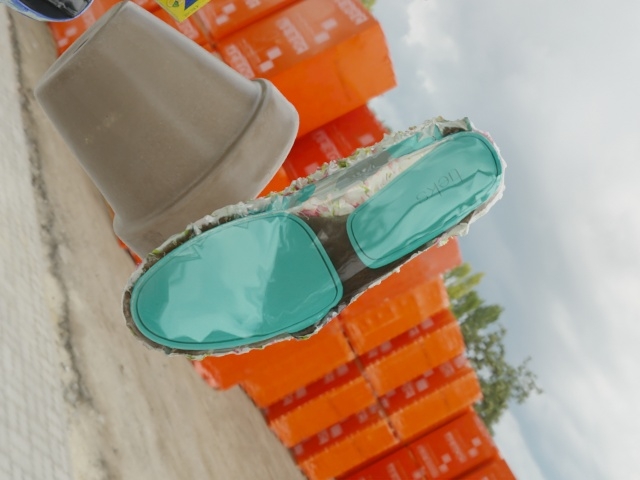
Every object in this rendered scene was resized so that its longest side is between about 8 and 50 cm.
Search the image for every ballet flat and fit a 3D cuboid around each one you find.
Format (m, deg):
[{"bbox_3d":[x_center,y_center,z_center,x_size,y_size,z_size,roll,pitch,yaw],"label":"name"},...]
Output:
[{"bbox_3d":[0.000,0.000,0.452,0.091,0.241,0.077,69,-12,-8],"label":"ballet flat"}]

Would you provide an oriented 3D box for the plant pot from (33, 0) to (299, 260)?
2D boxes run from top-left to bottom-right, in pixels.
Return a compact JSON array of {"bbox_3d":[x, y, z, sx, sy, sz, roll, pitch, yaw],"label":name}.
[{"bbox_3d":[-0.195,-0.139,0.876,0.229,0.263,0.263,45,5,-26],"label":"plant pot"}]

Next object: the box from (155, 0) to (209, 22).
[{"bbox_3d":[-0.100,-0.204,0.407,0.168,0.059,0.054,61,12,19],"label":"box"}]

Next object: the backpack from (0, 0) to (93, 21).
[{"bbox_3d":[-0.225,-0.227,0.580,0.114,0.105,0.084,32,-7,-33],"label":"backpack"}]
